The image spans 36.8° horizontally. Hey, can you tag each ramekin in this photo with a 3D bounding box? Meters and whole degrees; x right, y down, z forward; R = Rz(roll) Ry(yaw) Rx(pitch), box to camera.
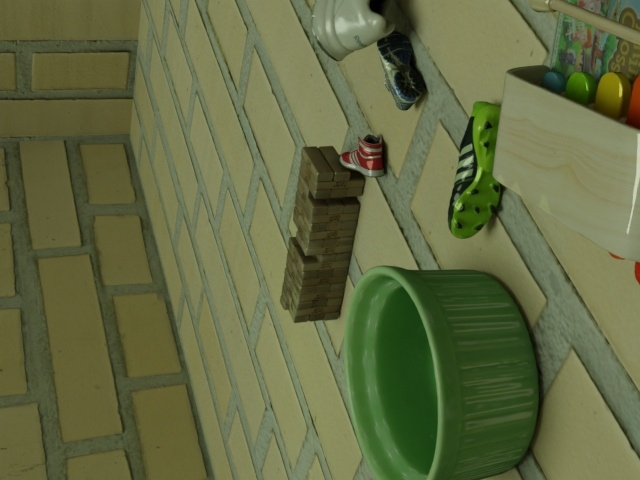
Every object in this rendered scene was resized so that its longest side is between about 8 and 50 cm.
[{"bbox_3d":[0.153,0.177,1.256,0.303,0.148,0.303,176,90,-70],"label":"ramekin"}]

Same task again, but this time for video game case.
[{"bbox_3d":[0.295,-0.174,0.982,0.193,0.023,0.212,-130,41,-58],"label":"video game case"}]

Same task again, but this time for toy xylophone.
[{"bbox_3d":[0.265,-0.108,0.923,0.322,0.081,0.236,-123,34,-53],"label":"toy xylophone"}]

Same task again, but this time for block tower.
[{"bbox_3d":[0.000,0.000,1.723,0.097,0.091,0.335,-118,30,-49],"label":"block tower"}]

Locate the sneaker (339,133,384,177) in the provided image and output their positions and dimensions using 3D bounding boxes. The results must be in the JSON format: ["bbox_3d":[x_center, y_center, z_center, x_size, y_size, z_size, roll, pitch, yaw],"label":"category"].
[{"bbox_3d":[0.068,-0.148,1.577,0.118,0.042,0.067,31,127,57],"label":"sneaker"}]

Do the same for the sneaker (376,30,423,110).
[{"bbox_3d":[0.111,-0.251,1.433,0.058,0.052,0.135,107,154,-60],"label":"sneaker"}]

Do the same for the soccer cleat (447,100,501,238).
[{"bbox_3d":[0.199,-0.089,1.224,0.072,0.060,0.179,-114,33,-63],"label":"soccer cleat"}]

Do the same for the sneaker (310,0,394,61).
[{"bbox_3d":[0.072,-0.416,1.451,0.129,0.111,0.297,-5,75,36],"label":"sneaker"}]
